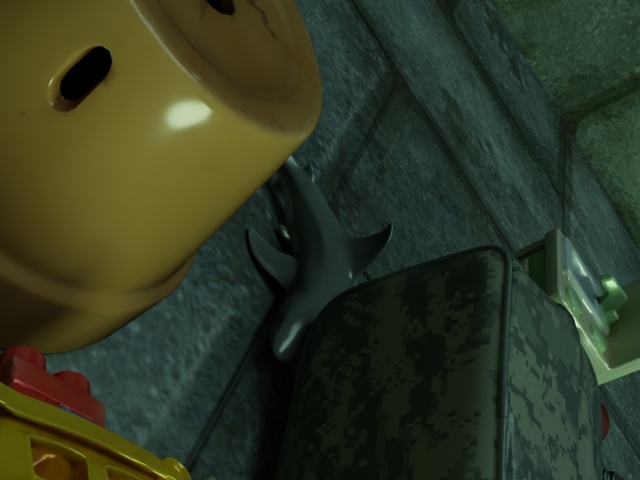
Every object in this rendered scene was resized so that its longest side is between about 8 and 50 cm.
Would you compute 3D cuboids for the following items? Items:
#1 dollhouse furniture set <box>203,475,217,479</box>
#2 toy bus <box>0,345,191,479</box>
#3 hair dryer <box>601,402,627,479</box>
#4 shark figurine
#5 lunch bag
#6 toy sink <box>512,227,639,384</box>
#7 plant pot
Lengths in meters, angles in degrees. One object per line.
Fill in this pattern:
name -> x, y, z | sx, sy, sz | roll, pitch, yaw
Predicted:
dollhouse furniture set -> -0.065, 0.213, 0.479 | 0.161, 0.101, 0.182 | -23, 55, -36
toy bus -> -0.156, 0.125, 0.396 | 0.220, 0.149, 0.211 | 37, 23, -37
hair dryer -> 0.350, 0.297, 1.205 | 0.293, 0.080, 0.223 | 55, 28, -15
shark figurine -> 0.005, -0.016, 0.843 | 0.166, 0.116, 0.278 | 26, 45, -52
lunch bag -> 0.114, 0.200, 0.683 | 0.256, 0.213, 0.305 | 41, 42, -32
toy sink -> 0.260, 0.087, 1.065 | 0.131, 0.234, 0.153 | 53, 28, -19
plant pot -> -0.138, -0.103, 0.559 | 0.291, 0.203, 0.291 | 41, 33, -35
